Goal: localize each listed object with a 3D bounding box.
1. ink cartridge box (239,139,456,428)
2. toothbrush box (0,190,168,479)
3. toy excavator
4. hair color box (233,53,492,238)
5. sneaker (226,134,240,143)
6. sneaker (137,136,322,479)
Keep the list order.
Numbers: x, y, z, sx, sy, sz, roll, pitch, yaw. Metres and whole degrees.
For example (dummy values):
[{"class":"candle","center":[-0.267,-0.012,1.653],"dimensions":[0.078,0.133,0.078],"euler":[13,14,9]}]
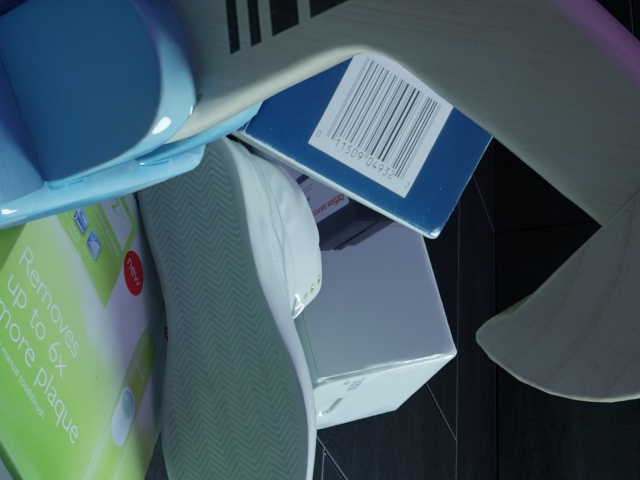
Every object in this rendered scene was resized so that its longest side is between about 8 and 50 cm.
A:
[{"class":"ink cartridge box","center":[0.000,0.000,1.214],"dimensions":[0.223,0.129,0.307],"euler":[118,-40,-67]},{"class":"toothbrush box","center":[-0.186,0.056,0.833],"dimensions":[0.283,0.122,0.206],"euler":[-77,155,-51]},{"class":"toy excavator","center":[-0.069,-0.108,0.576],"dimensions":[0.222,0.445,0.432],"euler":[-21,91,-57]},{"class":"hair color box","center":[-0.053,-0.127,0.917],"dimensions":[0.174,0.347,0.105],"euler":[28,91,-39]},{"class":"sneaker","center":[-0.107,0.026,1.175],"dimensions":[0.121,0.111,0.299],"euler":[101,-16,-83]},{"class":"sneaker","center":[-0.039,0.072,0.926],"dimensions":[0.169,0.108,0.292],"euler":[10,72,-71]}]
